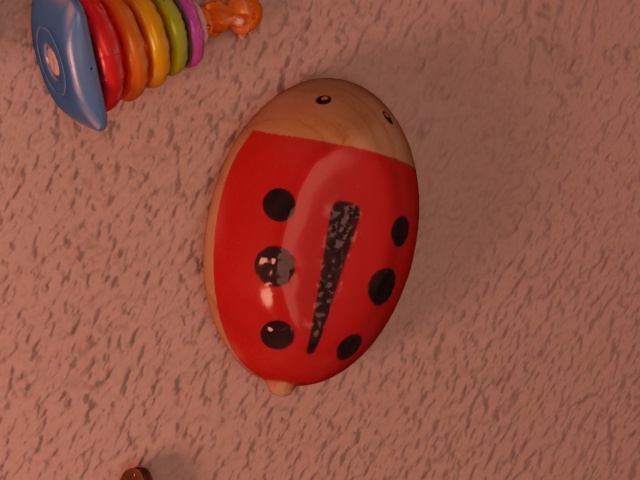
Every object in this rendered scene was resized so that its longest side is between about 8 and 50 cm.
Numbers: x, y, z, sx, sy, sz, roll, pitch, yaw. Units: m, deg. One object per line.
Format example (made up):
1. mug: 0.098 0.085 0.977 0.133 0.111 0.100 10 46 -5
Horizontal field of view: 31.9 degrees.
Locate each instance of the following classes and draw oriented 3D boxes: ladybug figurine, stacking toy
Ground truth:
1. ladybug figurine: 0.000 0.000 1.538 0.305 0.162 0.450 8 94 -18
2. stacking toy: -0.210 -0.271 1.461 0.301 0.165 0.175 -21 117 -25

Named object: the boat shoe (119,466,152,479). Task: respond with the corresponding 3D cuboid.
1. boat shoe: -0.241 0.397 1.565 0.060 0.064 0.178 -17 104 -46
